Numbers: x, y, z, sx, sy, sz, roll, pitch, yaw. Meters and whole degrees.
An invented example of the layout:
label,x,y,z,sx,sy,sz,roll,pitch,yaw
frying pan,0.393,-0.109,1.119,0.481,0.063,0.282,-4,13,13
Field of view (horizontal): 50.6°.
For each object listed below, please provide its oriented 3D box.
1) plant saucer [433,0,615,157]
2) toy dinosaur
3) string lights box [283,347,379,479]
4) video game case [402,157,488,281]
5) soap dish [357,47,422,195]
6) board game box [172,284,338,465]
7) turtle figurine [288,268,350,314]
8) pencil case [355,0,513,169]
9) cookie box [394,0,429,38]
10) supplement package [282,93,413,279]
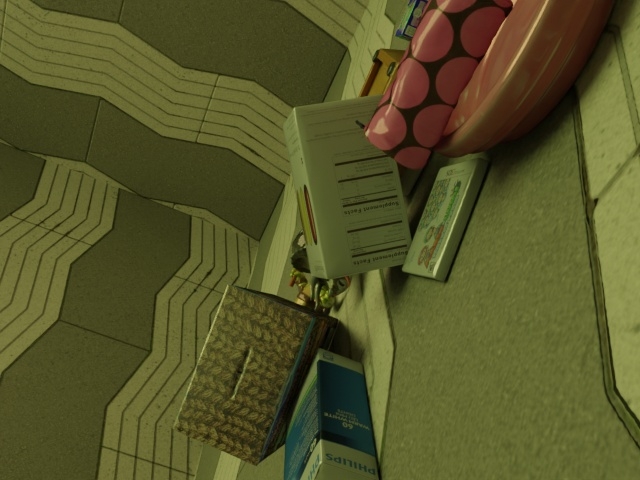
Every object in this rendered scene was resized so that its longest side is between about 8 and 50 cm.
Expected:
label,x,y,z,sx,sy,sz,roll,pitch,yaw
plant saucer,0.227,-0.242,0.768,0.332,0.084,0.332,-159,90,-82
toy dinosaur,0.000,0.000,1.282,0.160,0.121,0.313,-33,17,-3
string lights box,0.006,0.271,0.901,0.259,0.077,0.133,-93,26,-69
video game case,0.158,-0.026,0.880,0.143,0.019,0.157,-174,105,-81
soap dish,0.127,-0.220,1.190,0.291,0.118,0.228,-96,29,-69
board game box,-0.091,0.212,1.124,0.291,0.141,0.232,41,-111,-78
turtle figurine,-0.036,0.130,1.396,0.217,0.087,0.269,-47,24,-8
pencil case,0.121,-0.186,0.728,0.209,0.095,0.098,-61,-5,30
cookie box,0.217,-0.519,1.591,0.107,0.040,0.091,-102,33,-75
supplement package,0.037,-0.074,1.002,0.139,0.134,0.244,169,90,-80
